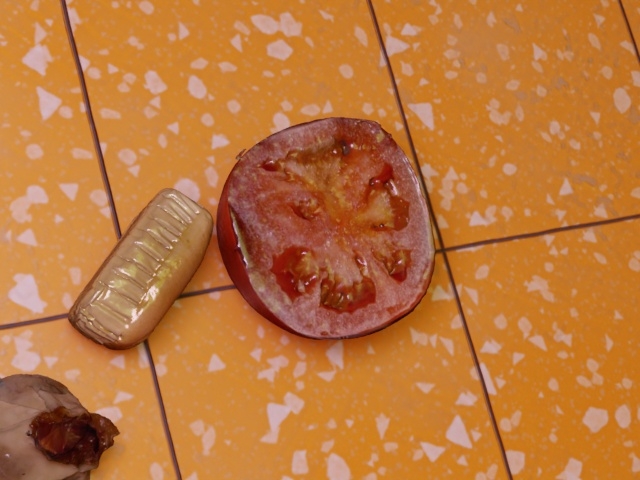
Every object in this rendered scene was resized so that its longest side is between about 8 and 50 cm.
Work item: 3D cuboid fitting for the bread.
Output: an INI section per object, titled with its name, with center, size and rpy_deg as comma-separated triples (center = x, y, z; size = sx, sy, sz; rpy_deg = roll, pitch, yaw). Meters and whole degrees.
[bread]
center = -0.232, 0.043, 1.805
size = 0.106, 0.140, 0.236
rpy_deg = 39, 63, -12

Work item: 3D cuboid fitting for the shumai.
[shumai]
center = -0.353, 0.256, 1.688
size = 0.201, 0.120, 0.201
rpy_deg = 9, 70, -25

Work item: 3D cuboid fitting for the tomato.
[tomato]
center = -0.007, -0.003, 1.924
size = 0.338, 0.143, 0.338
rpy_deg = 7, 73, -25
